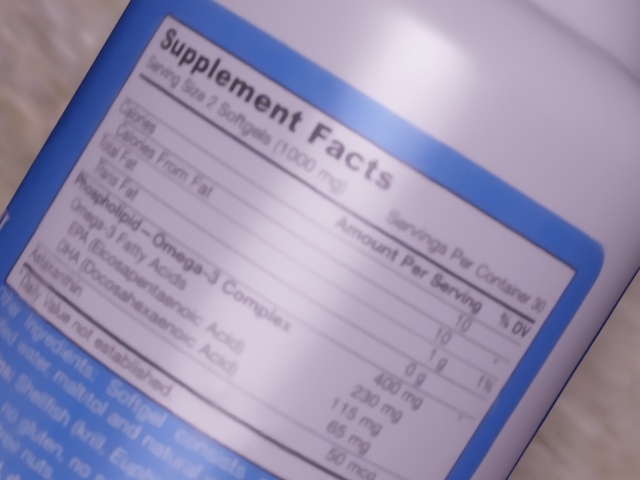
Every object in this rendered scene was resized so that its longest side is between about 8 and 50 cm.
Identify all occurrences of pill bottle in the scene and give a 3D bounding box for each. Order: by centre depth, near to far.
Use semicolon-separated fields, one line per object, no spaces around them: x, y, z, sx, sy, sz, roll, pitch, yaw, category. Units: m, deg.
0.000;0.000;0.419;0.124;0.124;0.221;32;92;3;pill bottle
